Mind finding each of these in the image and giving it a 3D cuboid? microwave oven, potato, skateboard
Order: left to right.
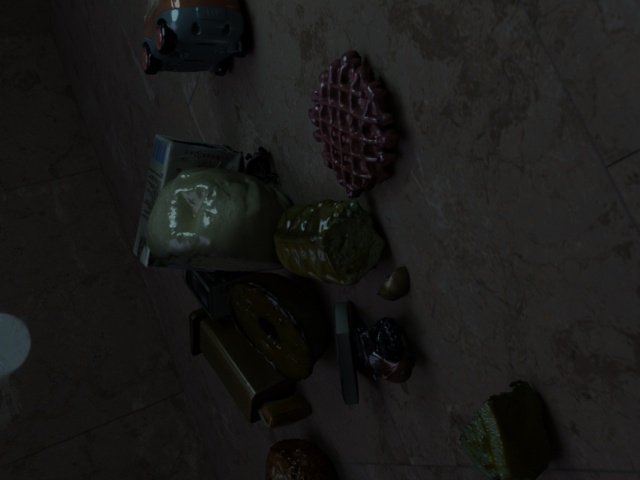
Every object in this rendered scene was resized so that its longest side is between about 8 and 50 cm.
[{"bbox_3d":[-0.283,0.100,1.749,0.205,0.163,0.129,40,141,45],"label":"microwave oven"},{"bbox_3d":[-0.150,-0.155,1.459,0.080,0.067,0.151,57,147,9],"label":"skateboard"},{"bbox_3d":[0.129,0.088,1.101,0.036,0.037,0.093,54,148,23],"label":"potato"}]

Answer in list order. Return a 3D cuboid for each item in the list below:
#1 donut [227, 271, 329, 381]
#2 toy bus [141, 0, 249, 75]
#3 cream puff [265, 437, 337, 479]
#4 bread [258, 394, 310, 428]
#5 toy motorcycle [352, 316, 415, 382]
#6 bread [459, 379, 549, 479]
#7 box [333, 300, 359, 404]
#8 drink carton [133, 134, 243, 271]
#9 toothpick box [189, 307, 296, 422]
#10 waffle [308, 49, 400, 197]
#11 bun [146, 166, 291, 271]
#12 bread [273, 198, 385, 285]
[{"bbox_3d":[-0.090,0.185,1.444,0.272,0.107,0.272,27,136,29],"label":"donut"},{"bbox_3d":[-0.288,-0.490,1.368,0.287,0.194,0.232,-5,95,63],"label":"toy bus"},{"bbox_3d":[-0.045,0.636,1.645,0.240,0.164,0.240,15,110,46],"label":"cream puff"},{"bbox_3d":[-0.093,0.450,1.650,0.074,0.132,0.053,40,128,46],"label":"bread"},{"bbox_3d":[0.111,0.206,1.161,0.118,0.084,0.212,66,163,5],"label":"toy motorcycle"},{"bbox_3d":[0.269,0.282,0.882,0.156,0.103,0.110,93,152,-48],"label":"bread"},{"bbox_3d":[0.052,0.228,1.275,0.115,0.035,0.178,-91,-6,-65],"label":"box"},{"bbox_3d":[-0.339,-0.096,1.586,0.132,0.194,0.325,31,110,55],"label":"drink carton"},{"bbox_3d":[-0.213,0.330,1.754,0.308,0.190,0.188,48,143,33],"label":"toothpick box"},{"bbox_3d":[0.051,-0.191,1.049,0.221,0.055,0.234,66,152,11],"label":"waffle"},{"bbox_3d":[-0.212,-0.043,1.388,0.359,0.359,0.211,164,111,-63],"label":"bun"},{"bbox_3d":[0.000,0.000,1.186,0.267,0.129,0.152,4,77,64],"label":"bread"}]
